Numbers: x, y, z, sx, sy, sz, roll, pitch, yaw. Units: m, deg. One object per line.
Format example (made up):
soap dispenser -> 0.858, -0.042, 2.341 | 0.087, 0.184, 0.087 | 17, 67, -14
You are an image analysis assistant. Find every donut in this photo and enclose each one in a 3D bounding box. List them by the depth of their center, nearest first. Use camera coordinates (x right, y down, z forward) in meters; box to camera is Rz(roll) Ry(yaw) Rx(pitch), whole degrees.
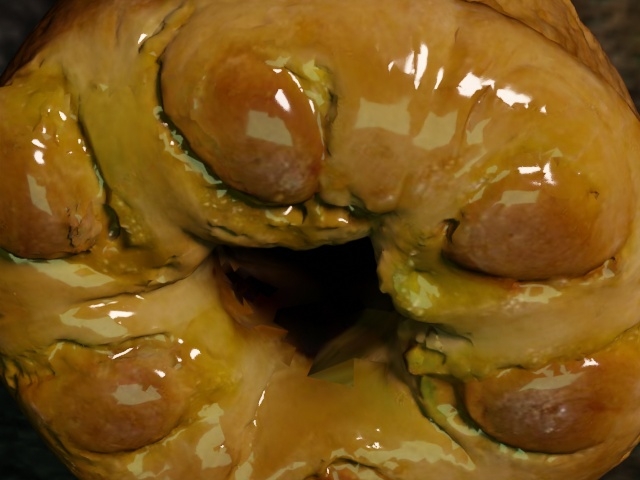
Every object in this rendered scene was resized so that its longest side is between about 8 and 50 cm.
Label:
donut -> -0.001, 0.002, 0.597 | 0.227, 0.114, 0.226 | 3, 127, 4
